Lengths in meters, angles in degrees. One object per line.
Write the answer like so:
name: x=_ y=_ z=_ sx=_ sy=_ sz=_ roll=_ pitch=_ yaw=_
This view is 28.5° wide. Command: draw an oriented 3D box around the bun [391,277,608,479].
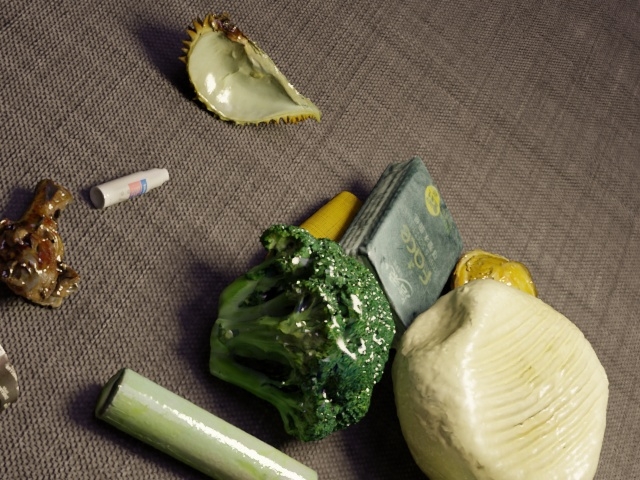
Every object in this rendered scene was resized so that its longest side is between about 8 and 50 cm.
bun: x=0.243 y=0.241 z=1.815 sx=0.349 sy=0.227 sz=0.352 roll=-22 pitch=83 yaw=-43

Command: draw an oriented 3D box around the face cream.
face cream: x=-0.269 y=-0.079 z=1.803 sx=0.130 sy=0.034 sz=0.034 roll=-25 pitch=77 yaw=-45

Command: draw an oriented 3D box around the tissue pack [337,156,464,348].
tissue pack: x=0.122 y=0.018 z=1.953 sx=0.185 sy=0.081 sz=0.257 roll=60 pitch=38 yaw=-24

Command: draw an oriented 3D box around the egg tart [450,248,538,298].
egg tart: x=0.291 y=0.095 z=2.047 sx=0.191 sy=0.074 sz=0.191 roll=17 pitch=63 yaw=-37

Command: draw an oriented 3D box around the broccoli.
broccoli: x=-0.022 y=0.127 z=1.724 sx=0.245 sy=0.265 sz=0.294 roll=5 pitch=68 yaw=4

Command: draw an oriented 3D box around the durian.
durian: x=-0.112 y=-0.263 z=1.975 sx=0.252 sy=0.139 sz=0.144 roll=53 pitch=42 yaw=-22

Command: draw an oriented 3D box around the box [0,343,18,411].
box: x=-0.444 y=0.160 z=1.431 sx=0.135 sy=0.151 sz=0.151 roll=-37 pitch=85 yaw=-37

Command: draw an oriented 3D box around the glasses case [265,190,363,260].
glasses case: x=0.000 y=0.000 z=1.924 sx=0.079 sy=0.064 sz=0.234 roll=49 pitch=44 yaw=-1

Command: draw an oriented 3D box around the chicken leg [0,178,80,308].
chicken leg: x=-0.375 y=0.001 z=1.647 sx=0.125 sy=0.080 sz=0.196 roll=19 pitch=43 yaw=-38

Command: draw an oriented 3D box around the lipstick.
lipstick: x=-0.146 y=0.260 z=1.628 sx=0.304 sy=0.076 sz=0.076 roll=30 pitch=47 yaw=-16
